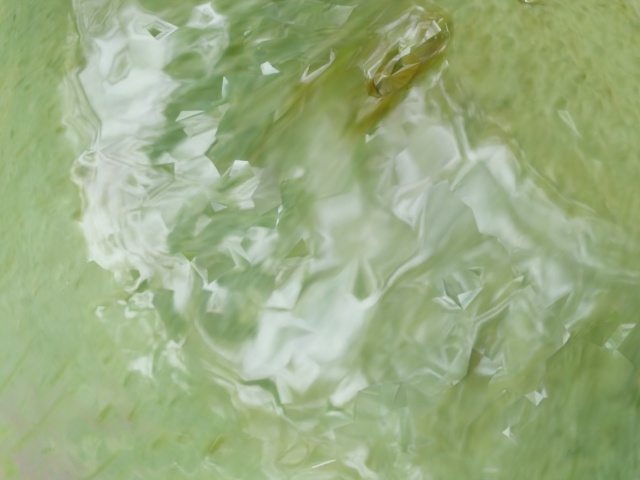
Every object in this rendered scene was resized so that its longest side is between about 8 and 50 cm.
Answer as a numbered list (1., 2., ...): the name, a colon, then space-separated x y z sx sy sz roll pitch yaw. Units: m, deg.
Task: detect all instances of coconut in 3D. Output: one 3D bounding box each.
1. coconut: 0.000 0.000 0.519 0.328 0.281 0.328 24 132 30
